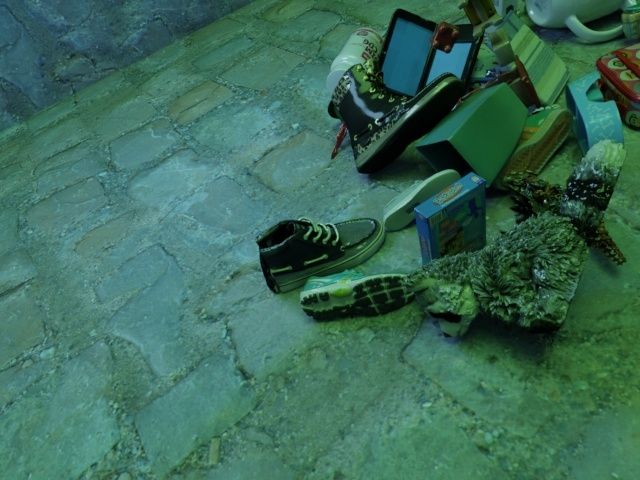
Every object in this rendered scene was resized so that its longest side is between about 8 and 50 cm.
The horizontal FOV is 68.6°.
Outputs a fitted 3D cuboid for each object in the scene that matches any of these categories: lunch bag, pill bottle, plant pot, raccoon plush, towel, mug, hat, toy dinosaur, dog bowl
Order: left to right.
[{"bbox_3d":[0.132,-0.648,1.738,0.160,0.160,0.283,6,51,25],"label":"pill bottle"},{"bbox_3d":[0.127,-0.388,1.552,0.208,0.172,0.184,-35,65,33],"label":"hat"},{"bbox_3d":[0.406,-0.275,1.206,0.234,0.165,0.165,-49,16,-7],"label":"plant pot"},{"bbox_3d":[0.554,-0.570,1.551,0.243,0.115,0.303,15,53,33],"label":"lunch bag"},{"bbox_3d":[0.365,-0.002,0.942,0.299,0.216,0.447,21,83,25],"label":"raccoon plush"},{"bbox_3d":[0.635,-0.551,1.430,0.209,0.285,0.034,-52,8,-27],"label":"towel"},{"bbox_3d":[0.532,-0.063,1.060,0.218,0.165,0.322,-21,25,-21],"label":"toy dinosaur"},{"bbox_3d":[0.916,-0.847,1.602,0.327,0.276,0.374,-24,76,1],"label":"mug"},{"bbox_3d":[0.708,-0.317,1.224,0.074,0.166,0.297,-12,45,21],"label":"dog bowl"},{"bbox_3d":[0.904,-0.436,1.301,0.258,0.120,0.293,-14,43,12],"label":"lunch bag"}]

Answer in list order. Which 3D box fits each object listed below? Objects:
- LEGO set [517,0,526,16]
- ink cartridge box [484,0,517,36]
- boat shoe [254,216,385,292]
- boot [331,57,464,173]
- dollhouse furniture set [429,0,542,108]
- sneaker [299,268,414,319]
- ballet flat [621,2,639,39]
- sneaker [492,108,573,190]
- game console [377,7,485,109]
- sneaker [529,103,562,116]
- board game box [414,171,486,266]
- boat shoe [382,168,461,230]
[{"bbox_3d":[0.824,-0.902,1.786,0.227,0.087,0.093,-2,47,19],"label":"LEGO set"},{"bbox_3d":[0.638,-0.856,1.724,0.086,0.209,0.153,-31,46,-15],"label":"ink cartridge box"},{"bbox_3d":[0.000,0.000,1.171,0.340,0.158,0.127,-27,45,-6],"label":"boat shoe"},{"bbox_3d":[0.195,-0.403,1.334,0.138,0.377,0.284,-2,61,-42],"label":"boot"},{"bbox_3d":[0.431,-0.486,1.284,0.201,0.374,0.152,-25,31,29],"label":"dollhouse furniture set"},{"bbox_3d":[0.085,0.104,1.090,0.275,0.107,0.110,-6,33,11],"label":"sneaker"},{"bbox_3d":[1.123,-0.742,1.510,0.348,0.123,0.123,-25,45,-9],"label":"ballet flat"},{"bbox_3d":[0.541,-0.246,1.264,0.302,0.108,0.121,-41,30,-14],"label":"sneaker"},{"bbox_3d":[0.332,-0.562,1.474,0.250,0.173,0.293,23,99,46],"label":"game console"},{"bbox_3d":[0.667,-0.361,1.362,0.098,0.038,0.069,-21,44,0],"label":"sneaker"},{"bbox_3d":[0.298,-0.027,1.055,0.160,0.210,0.047,-31,45,-12],"label":"board game box"},{"bbox_3d":[0.252,-0.118,1.213,0.227,0.079,0.081,-36,33,20],"label":"boat shoe"}]
